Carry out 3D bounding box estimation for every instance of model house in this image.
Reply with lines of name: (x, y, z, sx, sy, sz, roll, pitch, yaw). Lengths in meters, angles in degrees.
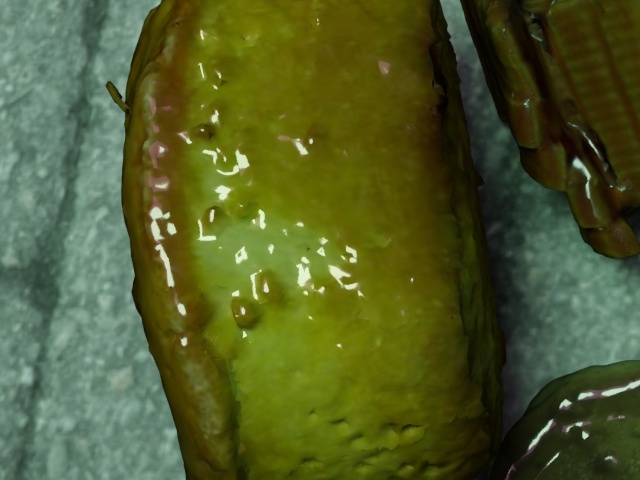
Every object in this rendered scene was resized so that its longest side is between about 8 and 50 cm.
model house: (0.194, -0.116, 1.178, 0.229, 0.199, 0.219, -7, 27, 49)

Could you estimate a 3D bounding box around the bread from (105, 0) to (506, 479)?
bread: (0.000, 0.003, 1.109, 0.204, 0.337, 0.358, -6, 79, 10)

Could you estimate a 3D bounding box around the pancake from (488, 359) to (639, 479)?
pancake: (0.211, 0.168, 1.136, 0.236, 0.042, 0.222, 30, 89, 27)
